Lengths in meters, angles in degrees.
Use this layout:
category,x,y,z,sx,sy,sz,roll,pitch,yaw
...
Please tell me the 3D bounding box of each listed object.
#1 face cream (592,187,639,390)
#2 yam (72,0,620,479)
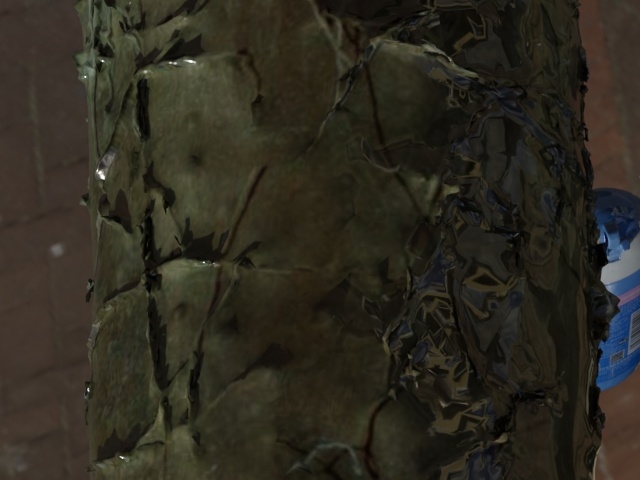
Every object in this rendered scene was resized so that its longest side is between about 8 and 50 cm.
category,x,y,z,sx,sy,sz,roll,pitch,yaw
face cream,0.262,0.046,1.524,0.149,0.083,0.264,-20,143,-9
yam,0.000,0.000,0.682,0.241,0.348,0.241,-2,159,-1
